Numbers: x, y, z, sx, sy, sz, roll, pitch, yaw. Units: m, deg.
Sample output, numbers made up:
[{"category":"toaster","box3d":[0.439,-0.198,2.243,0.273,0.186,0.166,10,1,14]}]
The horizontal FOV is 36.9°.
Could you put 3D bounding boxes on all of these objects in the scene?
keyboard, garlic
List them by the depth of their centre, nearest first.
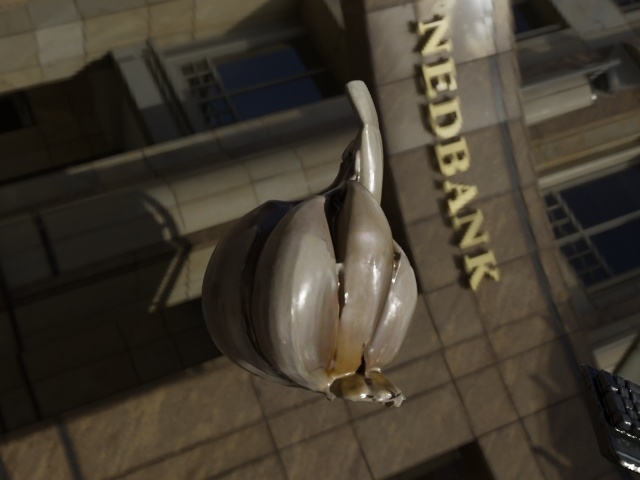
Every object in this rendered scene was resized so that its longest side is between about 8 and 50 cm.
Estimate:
[{"category":"garlic","box3d":[0.000,0.000,0.567,0.131,0.127,0.194,-138,-120,-76]},{"category":"keyboard","box3d":[0.269,0.150,0.629,0.025,0.230,0.093,-53,-157,31]}]
